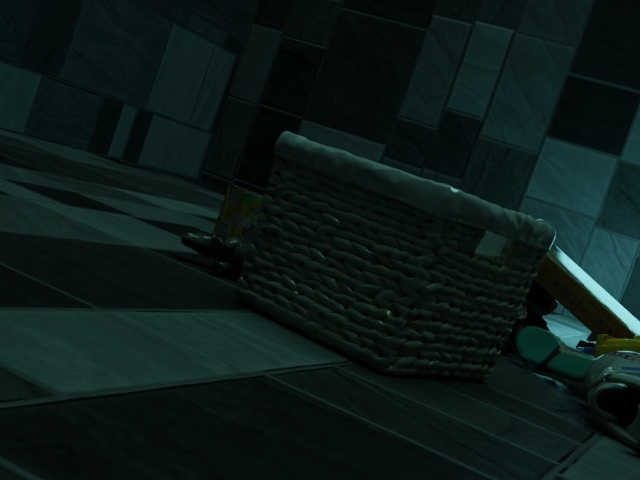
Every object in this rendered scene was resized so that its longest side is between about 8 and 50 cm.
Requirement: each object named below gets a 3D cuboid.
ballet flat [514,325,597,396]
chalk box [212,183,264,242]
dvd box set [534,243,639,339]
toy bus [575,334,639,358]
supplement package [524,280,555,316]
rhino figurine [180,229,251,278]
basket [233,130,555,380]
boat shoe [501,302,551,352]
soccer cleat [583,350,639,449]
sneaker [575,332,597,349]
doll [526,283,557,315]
[{"bbox_3d":[0.433,0.228,1.704,0.077,0.091,0.241,50,-5,-23],"label":"ballet flat"},{"bbox_3d":[-0.117,-0.030,2.161,0.213,0.132,0.132,18,3,-25],"label":"chalk box"},{"bbox_3d":[0.599,0.152,2.025,0.420,0.062,0.307,42,14,1],"label":"dvd box set"},{"bbox_3d":[0.569,0.240,1.761,0.212,0.149,0.220,3,-7,30],"label":"toy bus"},{"bbox_3d":[0.383,0.100,2.090,0.244,0.133,0.139,16,27,-38],"label":"supplement package"},{"bbox_3d":[-0.146,0.028,1.619,0.243,0.073,0.106,19,7,28],"label":"rhino figurine"},{"bbox_3d":[0.110,0.029,1.400,0.331,0.266,0.328,21,4,38],"label":"basket"},{"bbox_3d":[0.350,0.150,1.884,0.355,0.132,0.130,15,8,-46],"label":"boat shoe"},{"bbox_3d":[0.445,0.223,1.395,0.143,0.116,0.331,19,4,-11],"label":"soccer cleat"},{"bbox_3d":[0.632,0.266,2.092,0.121,0.079,0.217,26,13,24],"label":"sneaker"},{"bbox_3d":[0.401,0.081,1.931,0.189,0.046,0.129,33,22,-31],"label":"doll"}]
